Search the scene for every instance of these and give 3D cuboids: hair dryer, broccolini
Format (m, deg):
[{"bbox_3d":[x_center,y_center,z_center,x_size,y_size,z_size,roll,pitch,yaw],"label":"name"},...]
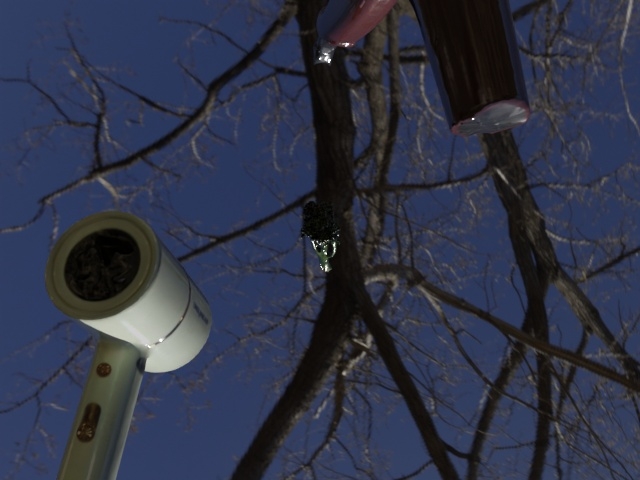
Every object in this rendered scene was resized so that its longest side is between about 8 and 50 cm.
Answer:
[{"bbox_3d":[0.061,-0.199,0.687,0.123,0.340,0.312,-2,-104,-20],"label":"hair dryer"},{"bbox_3d":[-0.229,0.170,0.811,0.128,0.203,0.361,5,-115,12],"label":"hair dryer"},{"bbox_3d":[0.013,0.002,1.190,0.058,0.201,0.073,1,-111,12],"label":"broccolini"}]
